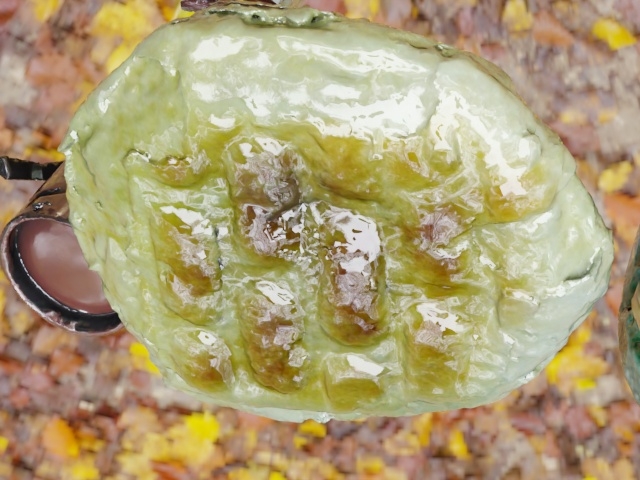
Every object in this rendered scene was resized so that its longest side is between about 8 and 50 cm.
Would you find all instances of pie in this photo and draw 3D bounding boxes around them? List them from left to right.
[{"bbox_3d":[0.000,0.000,0.774,0.306,0.071,0.306,8,136,8],"label":"pie"}]

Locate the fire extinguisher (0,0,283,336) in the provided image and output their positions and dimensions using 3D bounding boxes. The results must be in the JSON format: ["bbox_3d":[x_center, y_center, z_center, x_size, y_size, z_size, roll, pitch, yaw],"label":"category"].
[{"bbox_3d":[-0.100,-0.082,1.016,0.141,0.341,0.105,31,134,1],"label":"fire extinguisher"}]

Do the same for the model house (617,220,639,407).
[{"bbox_3d":[0.369,-0.013,1.073,0.251,0.295,0.329,18,147,7],"label":"model house"}]

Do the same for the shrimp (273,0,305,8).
[{"bbox_3d":[-0.062,-0.238,1.310,0.110,0.446,0.221,24,79,4],"label":"shrimp"}]
